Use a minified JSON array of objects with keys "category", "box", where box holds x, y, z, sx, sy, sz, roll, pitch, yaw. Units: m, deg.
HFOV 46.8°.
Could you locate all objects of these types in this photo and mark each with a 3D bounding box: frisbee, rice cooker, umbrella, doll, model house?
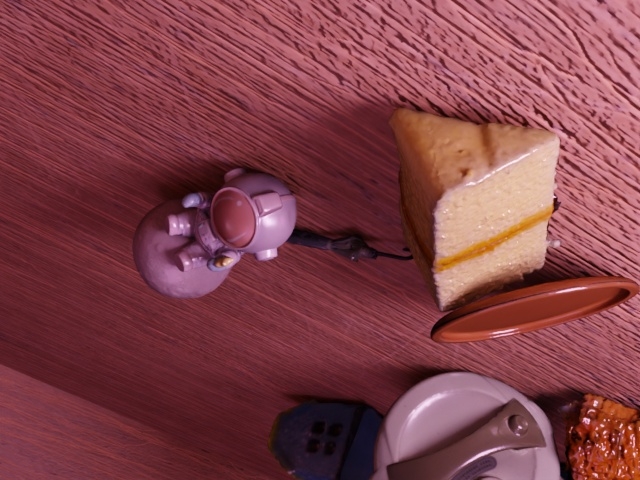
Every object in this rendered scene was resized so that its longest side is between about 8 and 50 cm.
[{"category":"frisbee","box":[0.255,0.086,0.894,0.251,0.021,0.251,-9,162,-3]},{"category":"rice cooker","box":[0.246,0.414,1.323,0.335,0.335,0.325,13,154,14]},{"category":"umbrella","box":[-0.002,0.003,1.012,0.269,0.044,0.044,8,121,21]},{"category":"doll","box":[-0.136,-0.011,0.982,0.151,0.151,0.287,35,144,-29]},{"category":"model house","box":[0.031,0.509,1.789,0.303,0.215,0.237,0,148,45]}]

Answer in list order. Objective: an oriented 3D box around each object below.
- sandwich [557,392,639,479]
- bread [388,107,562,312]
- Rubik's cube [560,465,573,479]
[{"category":"sandwich","box":[0.525,0.351,1.207,0.301,0.162,0.250,35,123,4]},{"category":"bread","box":[0.150,-0.025,0.786,0.178,0.142,0.266,25,156,26]},{"category":"Rubik's cube","box":[0.652,0.698,1.544,0.362,0.363,0.359,29,157,-28]}]
